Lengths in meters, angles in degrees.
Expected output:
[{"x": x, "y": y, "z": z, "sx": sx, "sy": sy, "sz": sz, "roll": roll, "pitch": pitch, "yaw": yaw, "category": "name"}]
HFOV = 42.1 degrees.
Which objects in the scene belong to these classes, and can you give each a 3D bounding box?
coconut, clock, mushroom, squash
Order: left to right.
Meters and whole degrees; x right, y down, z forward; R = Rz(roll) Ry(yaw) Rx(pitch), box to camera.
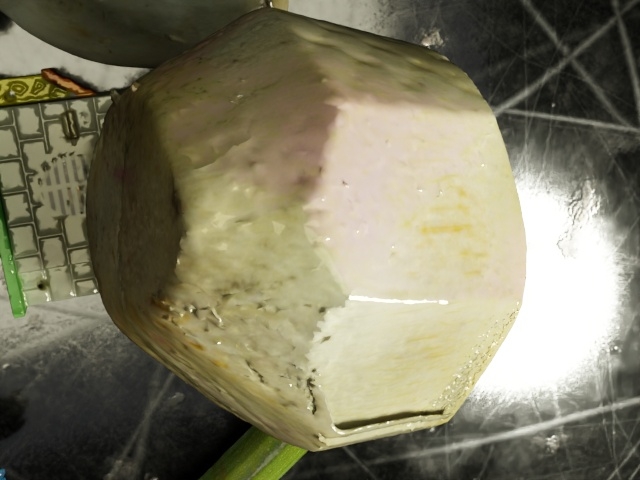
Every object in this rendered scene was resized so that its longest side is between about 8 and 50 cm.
[{"x": -0.186, "y": -0.062, "z": 0.809, "sx": 0.255, "sy": 0.106, "sz": 0.219, "roll": -9, "pitch": 105, "yaw": -14, "category": "clock"}, {"x": -0.163, "y": -0.218, "z": 0.782, "sx": 0.270, "sy": 0.103, "sz": 0.118, "roll": 7, "pitch": 107, "yaw": -23, "category": "mushroom"}, {"x": -0.076, "y": 0.246, "z": 0.917, "sx": 0.229, "sy": 0.066, "sz": 0.066, "roll": -43, "pitch": 107, "yaw": 1, "category": "squash"}, {"x": 0.000, "y": 0.000, "z": 0.664, "sx": 0.353, "sy": 0.352, "sz": 0.352, "roll": -3, "pitch": 103, "yaw": -11, "category": "coconut"}]

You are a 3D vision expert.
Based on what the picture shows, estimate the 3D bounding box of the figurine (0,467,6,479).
[{"x": -0.446, "y": 0.189, "z": 0.764, "sx": 0.298, "sy": 0.243, "sz": 0.416, "roll": -30, "pitch": 117, "yaw": -50, "category": "figurine"}]
